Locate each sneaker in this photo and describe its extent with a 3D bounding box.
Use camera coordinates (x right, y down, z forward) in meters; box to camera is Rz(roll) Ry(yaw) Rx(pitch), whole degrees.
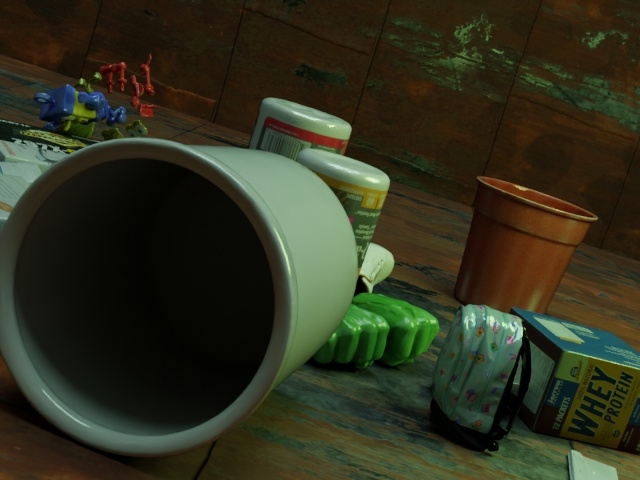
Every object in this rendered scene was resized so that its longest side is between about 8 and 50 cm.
[{"bbox_3d":[0.065,0.081,1.974,0.123,0.105,0.290,35,26,29],"label":"sneaker"}]

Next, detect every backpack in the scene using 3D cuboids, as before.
[{"bbox_3d":[0.219,0.181,1.483,0.115,0.181,0.152,16,12,-11],"label":"backpack"}]

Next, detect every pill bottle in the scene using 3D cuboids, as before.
[{"bbox_3d":[0.000,0.000,1.762,0.162,0.278,0.162,17,11,-3],"label":"pill bottle"},{"bbox_3d":[-0.070,-0.092,1.987,0.176,0.318,0.176,18,12,-4],"label":"pill bottle"}]

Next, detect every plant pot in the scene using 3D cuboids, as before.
[{"bbox_3d":[0.425,0.029,2.314,0.273,0.265,0.272,17,11,-3],"label":"plant pot"}]

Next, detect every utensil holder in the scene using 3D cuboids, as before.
[{"bbox_3d":[-0.139,0.046,1.248,0.328,0.327,0.385,20,9,12],"label":"utensil holder"}]

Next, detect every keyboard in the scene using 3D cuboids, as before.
[{"bbox_3d":[0.367,0.337,1.415,0.072,0.014,0.256,24,12,7],"label":"keyboard"}]

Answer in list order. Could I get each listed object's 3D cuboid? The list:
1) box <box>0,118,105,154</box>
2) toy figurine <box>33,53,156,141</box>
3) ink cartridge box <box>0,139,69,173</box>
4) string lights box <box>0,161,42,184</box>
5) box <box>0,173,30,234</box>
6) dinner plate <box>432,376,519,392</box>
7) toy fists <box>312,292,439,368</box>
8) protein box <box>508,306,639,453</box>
[{"bbox_3d":[-0.560,-0.175,2.252,0.322,0.079,0.257,10,15,-34],"label":"box"},{"bbox_3d":[-0.564,-0.323,2.420,0.217,0.191,0.363,6,-8,-44],"label":"toy figurine"},{"bbox_3d":[-0.535,-0.124,2.038,0.191,0.082,0.140,12,13,-33],"label":"ink cartridge box"},{"bbox_3d":[-0.569,-0.079,1.663,0.260,0.076,0.133,1,17,-22],"label":"string lights box"},{"bbox_3d":[-0.499,0.004,1.262,0.345,0.168,0.215,9,14,-39],"label":"box"},{"bbox_3d":[0.242,0.224,1.635,0.141,0.017,0.141,5,-13,1],"label":"dinner plate"},{"bbox_3d":[0.072,0.143,1.674,0.142,0.096,0.279,15,8,43],"label":"toy fists"},{"bbox_3d":[0.406,0.220,1.702,0.200,0.135,0.201,15,12,-17],"label":"protein box"}]
